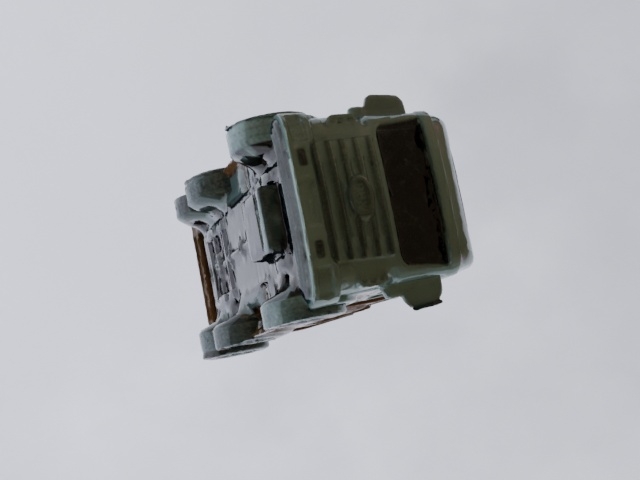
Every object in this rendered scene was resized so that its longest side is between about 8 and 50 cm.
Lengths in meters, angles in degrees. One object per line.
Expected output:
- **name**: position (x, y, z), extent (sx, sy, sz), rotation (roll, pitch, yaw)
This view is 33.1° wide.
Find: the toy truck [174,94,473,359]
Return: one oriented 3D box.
- **toy truck**: position (0.000, 0.000, 0.772), extent (0.162, 0.305, 0.136), rotation (-9, -98, -18)
